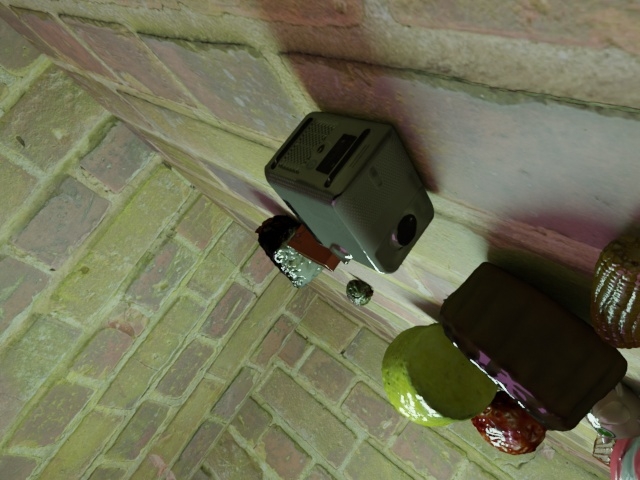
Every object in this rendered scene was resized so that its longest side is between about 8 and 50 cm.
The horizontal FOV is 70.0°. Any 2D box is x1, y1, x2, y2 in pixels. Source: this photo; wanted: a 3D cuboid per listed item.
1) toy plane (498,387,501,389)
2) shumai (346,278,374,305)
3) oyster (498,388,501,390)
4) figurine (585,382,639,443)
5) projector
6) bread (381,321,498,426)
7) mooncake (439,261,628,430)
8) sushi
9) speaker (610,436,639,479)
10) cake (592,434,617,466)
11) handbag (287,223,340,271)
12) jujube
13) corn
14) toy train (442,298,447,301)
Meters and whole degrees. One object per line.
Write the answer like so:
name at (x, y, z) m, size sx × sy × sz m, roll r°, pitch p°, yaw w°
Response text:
toy plane at (0.661, 0.467, 1.442) m, size 0.234 × 0.083 × 0.160 m, roll 26°, pitch -178°, yaw -18°
shumai at (0.171, 0.213, 1.902) m, size 0.123 × 0.099 × 0.087 m, roll 35°, pitch 154°, yaw -11°
oyster at (0.634, 0.515, 1.769) m, size 0.259 × 0.092 × 0.198 m, roll 31°, pitch 174°, yaw -34°
figurine at (0.617, 0.359, 0.967) m, size 0.125 × 0.125 × 0.138 m, roll 33°, pitch 154°, yaw 10°
projector at (0.056, -0.069, 0.725) m, size 0.177 × 0.163 × 0.242 m, roll 27°, pitch 163°, yaw 43°
bread at (0.386, 0.436, 1.506) m, size 0.348 × 0.348 × 0.308 m, roll 33°, pitch 164°, yaw 11°
mooncake at (0.342, 0.176, 0.782) m, size 0.290 × 0.161 × 0.290 m, roll 40°, pitch -177°, yaw -2°
sushi at (-0.099, 0.035, 1.734) m, size 0.182 × 0.196 × 0.343 m, roll 51°, pitch 176°, yaw 37°
speaker at (0.813, 0.538, 1.002) m, size 0.294 × 0.294 × 0.294 m, roll 34°, pitch 170°, yaw 7°
cake at (0.957, 0.690, 1.478) m, size 0.135 × 0.098 × 0.287 m, roll 30°, pitch 173°, yaw 35°
handbag at (0.000, 0.000, 1.326) m, size 0.190 × 0.127 × 0.063 m, roll 26°, pitch 167°, yaw 48°
jujube at (0.618, 0.603, 1.532) m, size 0.197 × 0.197 × 0.290 m, roll 37°, pitch 165°, yaw -8°
corn at (0.373, 0.068, 0.552) m, size 0.080 × 0.080 × 0.231 m, roll 27°, pitch 165°, yaw 39°
toy train at (0.373, 0.180, 1.243) m, size 0.083 × 0.017 × 0.017 m, roll 33°, pitch 168°, yaw 11°
